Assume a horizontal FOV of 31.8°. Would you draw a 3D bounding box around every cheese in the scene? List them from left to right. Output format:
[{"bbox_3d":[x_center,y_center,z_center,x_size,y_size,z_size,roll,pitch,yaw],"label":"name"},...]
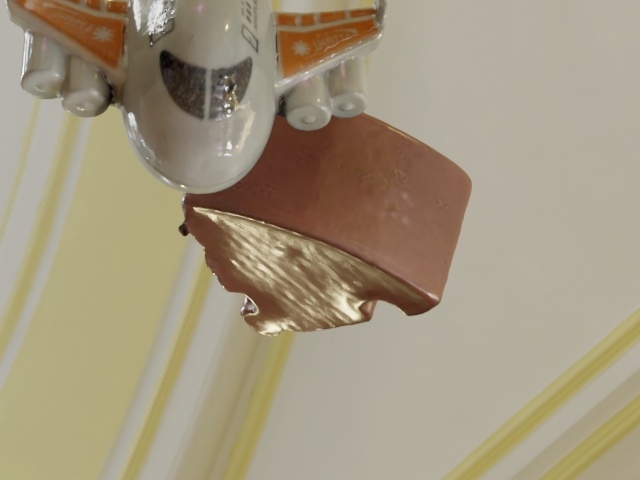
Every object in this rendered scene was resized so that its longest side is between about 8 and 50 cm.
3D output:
[{"bbox_3d":[0.016,-0.006,0.844,0.177,0.203,0.128,8,-120,21],"label":"cheese"}]

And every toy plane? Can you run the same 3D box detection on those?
[{"bbox_3d":[-0.077,-0.146,0.722,0.245,0.244,0.117,45,-27,11],"label":"toy plane"}]
